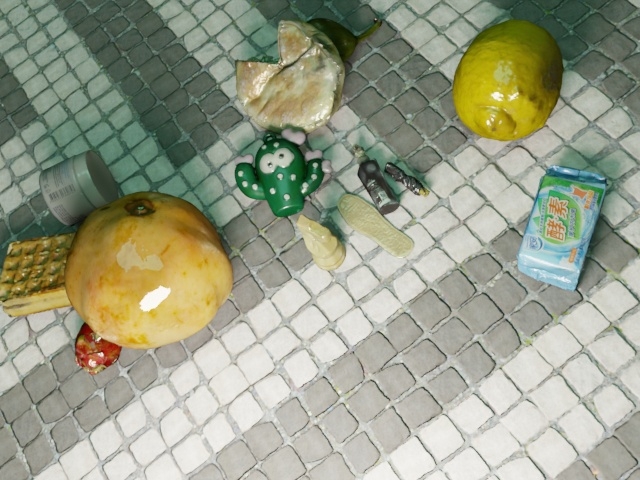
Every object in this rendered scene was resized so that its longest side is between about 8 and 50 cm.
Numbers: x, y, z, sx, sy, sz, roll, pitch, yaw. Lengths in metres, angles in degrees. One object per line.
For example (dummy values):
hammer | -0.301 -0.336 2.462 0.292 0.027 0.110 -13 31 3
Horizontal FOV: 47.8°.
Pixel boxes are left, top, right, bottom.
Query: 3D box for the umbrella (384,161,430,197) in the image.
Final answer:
umbrella | 0.224 -0.156 1.873 0.144 0.040 0.037 40 89 30

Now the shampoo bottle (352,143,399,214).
shampoo bottle | 0.137 -0.163 1.886 0.057 0.063 0.207 -23 62 -6

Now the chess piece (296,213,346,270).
chess piece | 0.000 0.000 1.773 0.090 0.200 0.090 -6 66 13

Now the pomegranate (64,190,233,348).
pomegranate | -0.420 0.083 1.768 0.412 0.411 0.411 -6 66 13

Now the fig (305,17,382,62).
fig | 0.059 -0.566 2.077 0.259 0.151 0.151 -14 59 -27

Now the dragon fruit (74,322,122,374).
dragon fruit | -0.583 0.238 1.880 0.125 0.125 0.246 -6 37 -23

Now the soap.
soap | 0.569 -0.038 1.706 0.156 0.077 0.293 15 71 20

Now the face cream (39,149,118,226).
face cream | -0.679 -0.146 2.034 0.153 0.177 0.177 -23 63 6

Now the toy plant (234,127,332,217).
toy plant | -0.106 -0.186 1.934 0.232 0.112 0.243 -41 69 -3

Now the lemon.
lemon | 0.463 -0.400 1.797 0.286 0.285 0.316 -15 43 8

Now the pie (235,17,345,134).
pie | -0.084 -0.434 1.994 0.338 0.075 0.337 5 103 23

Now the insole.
insole | 0.137 -0.038 1.859 0.248 0.011 0.081 39 80 26

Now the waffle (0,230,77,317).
waffle | -0.713 0.085 1.967 0.308 0.091 0.212 -11 51 10
